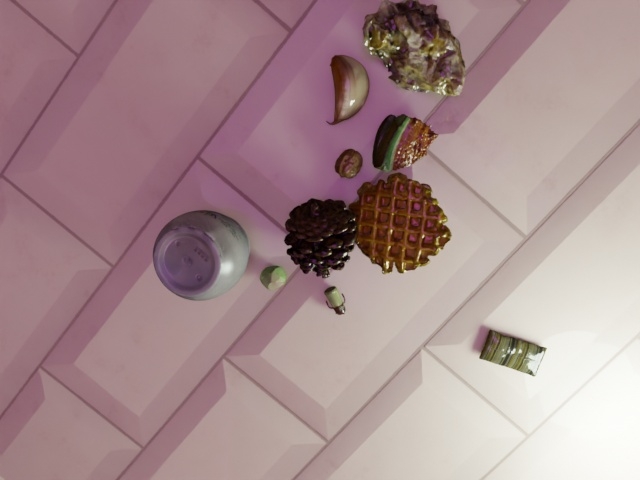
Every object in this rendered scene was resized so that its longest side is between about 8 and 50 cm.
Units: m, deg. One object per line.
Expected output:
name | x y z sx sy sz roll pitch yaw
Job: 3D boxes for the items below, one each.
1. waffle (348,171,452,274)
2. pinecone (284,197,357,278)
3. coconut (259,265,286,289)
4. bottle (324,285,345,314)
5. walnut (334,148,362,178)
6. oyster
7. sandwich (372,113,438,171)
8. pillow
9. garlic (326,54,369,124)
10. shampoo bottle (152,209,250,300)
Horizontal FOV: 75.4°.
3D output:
waffle | 0.235 -0.056 1.295 0.302 0.068 0.325 -39 85 25
pinecone | -0.007 -0.010 1.288 0.243 0.244 0.257 27 142 0
coconut | -0.162 0.125 1.392 0.082 0.081 0.083 9 85 -32
bottle | 0.051 0.208 1.406 0.063 0.047 0.101 -19 103 35
walnut | 0.090 -0.242 1.313 0.079 0.082 0.096 33 95 30
oyster | 0.297 -0.567 1.225 0.238 0.115 0.351 -42 94 9
sandwich | 0.252 -0.291 1.287 0.159 0.109 0.185 19 99 -19
pillow | 0.648 0.381 1.392 0.203 0.038 0.113 17 100 1
garlic | 0.087 -0.457 1.260 0.128 0.115 0.207 4 102 -3
shampoo bottle | -0.361 0.040 1.294 0.272 0.266 0.273 1 101 6
